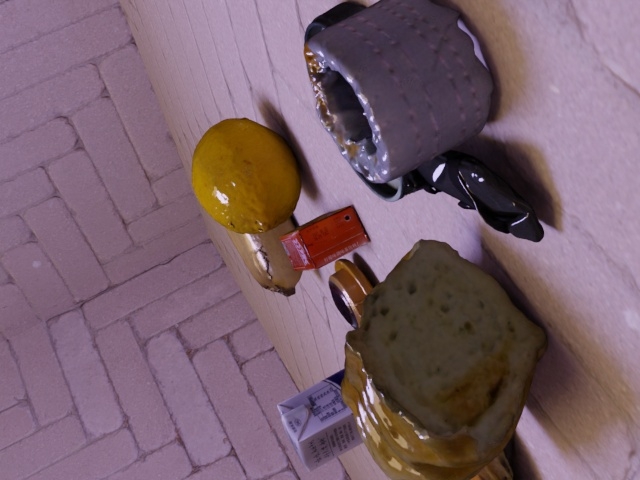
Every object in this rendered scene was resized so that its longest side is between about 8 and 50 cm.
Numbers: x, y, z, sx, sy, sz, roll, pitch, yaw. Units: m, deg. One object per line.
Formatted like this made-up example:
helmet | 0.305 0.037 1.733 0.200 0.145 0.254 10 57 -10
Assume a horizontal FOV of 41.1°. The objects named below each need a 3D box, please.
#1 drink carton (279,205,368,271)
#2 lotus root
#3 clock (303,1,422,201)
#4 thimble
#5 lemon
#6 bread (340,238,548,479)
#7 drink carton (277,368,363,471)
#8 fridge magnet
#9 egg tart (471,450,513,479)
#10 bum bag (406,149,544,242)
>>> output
drink carton | 0.000 0.000 1.393 0.071 0.096 0.223 64 169 -3
lotus root | -0.120 -0.020 1.814 0.303 0.131 0.146 61 146 8
clock | 0.050 -0.150 0.945 0.226 0.049 0.226 58 167 22
thimble | 0.065 -0.133 0.735 0.151 0.118 0.127 54 166 36
lemon | -0.133 -0.115 1.501 0.188 0.188 0.257 80 163 -57
bread | 0.121 0.141 0.915 0.196 0.238 0.252 21 149 13
drink carton | 0.040 0.337 1.661 0.102 0.222 0.134 55 166 36
fridge magnet | 0.060 0.096 1.427 0.143 0.063 0.143 55 166 20
egg tart | 0.180 0.307 1.202 0.288 0.118 0.288 53 176 6
bum bag | 0.128 -0.049 0.778 0.087 0.049 0.197 43 178 -28
